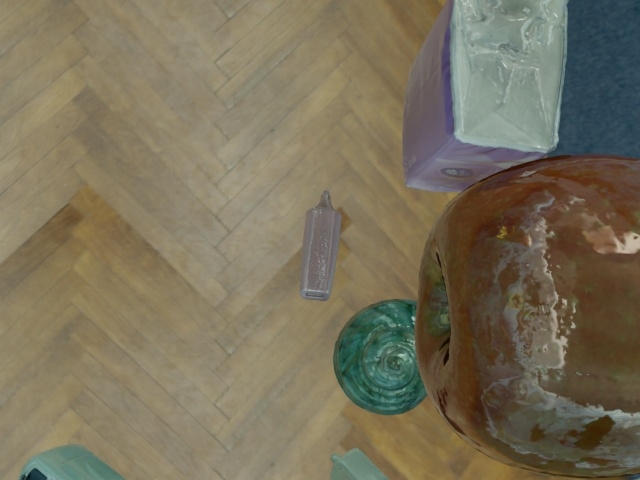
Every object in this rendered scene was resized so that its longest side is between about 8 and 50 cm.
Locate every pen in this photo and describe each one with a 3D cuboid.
[{"bbox_3d":[0.000,0.000,1.107,0.053,0.032,0.197,5,50,3],"label":"pen"}]

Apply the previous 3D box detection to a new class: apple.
[{"bbox_3d":[0.139,0.041,0.429,0.168,0.181,0.181,-2,89,-9],"label":"apple"}]

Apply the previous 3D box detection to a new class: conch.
[{"bbox_3d":[0.113,0.167,1.154,0.196,0.202,0.134,-22,111,8],"label":"conch"}]

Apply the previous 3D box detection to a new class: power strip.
[{"bbox_3d":[0.152,0.530,1.438,0.062,0.385,0.091,-25,142,-35],"label":"power strip"}]

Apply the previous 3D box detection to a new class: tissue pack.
[{"bbox_3d":[0.220,-0.211,1.105,0.160,0.338,0.242,5,83,-3],"label":"tissue pack"}]

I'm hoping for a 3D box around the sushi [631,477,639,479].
[{"bbox_3d":[0.335,0.332,0.863,0.097,0.103,0.226,-43,151,-31],"label":"sushi"}]

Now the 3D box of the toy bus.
[{"bbox_3d":[-0.422,0.471,1.380,0.133,0.271,0.165,-2,111,-55],"label":"toy bus"}]
